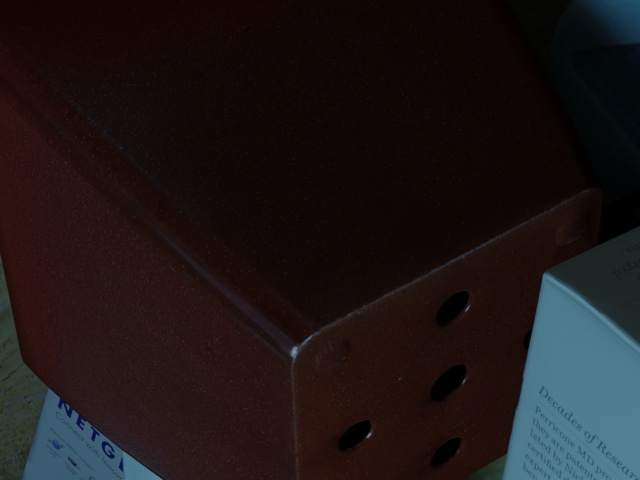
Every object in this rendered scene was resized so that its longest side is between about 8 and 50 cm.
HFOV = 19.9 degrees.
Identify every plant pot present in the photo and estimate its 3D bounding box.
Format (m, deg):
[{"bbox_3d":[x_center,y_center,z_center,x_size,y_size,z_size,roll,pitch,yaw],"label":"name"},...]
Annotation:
[{"bbox_3d":[0.000,0.000,0.948,0.236,0.267,0.267,46,153,36],"label":"plant pot"}]

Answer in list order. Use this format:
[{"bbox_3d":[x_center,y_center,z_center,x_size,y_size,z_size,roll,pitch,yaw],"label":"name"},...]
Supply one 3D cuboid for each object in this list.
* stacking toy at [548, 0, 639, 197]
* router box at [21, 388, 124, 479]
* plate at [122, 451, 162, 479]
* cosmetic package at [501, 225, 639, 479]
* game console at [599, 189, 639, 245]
[{"bbox_3d":[0.110,-0.144,0.981,0.279,0.130,0.309,-17,101,49],"label":"stacking toy"},{"bbox_3d":[-0.115,0.290,1.530,0.335,0.082,0.301,42,138,19],"label":"router box"},{"bbox_3d":[-0.027,0.121,1.218,0.277,0.045,0.278,22,127,33],"label":"plate"},{"bbox_3d":[0.189,0.095,0.817,0.151,0.151,0.183,42,142,36],"label":"cosmetic package"},{"bbox_3d":[0.230,0.107,0.938,0.293,0.173,0.250,152,124,-61],"label":"game console"}]
